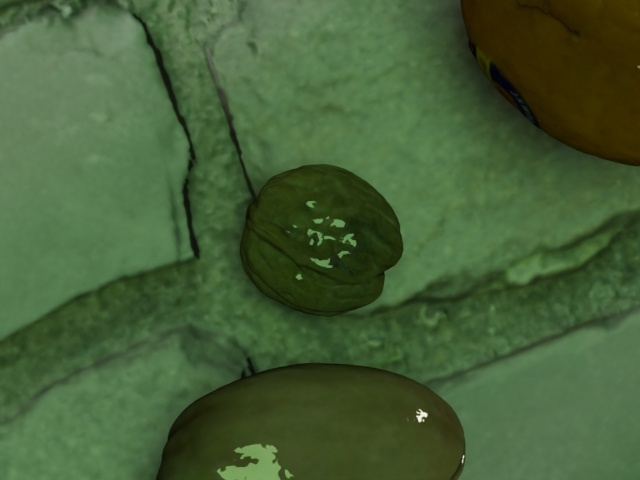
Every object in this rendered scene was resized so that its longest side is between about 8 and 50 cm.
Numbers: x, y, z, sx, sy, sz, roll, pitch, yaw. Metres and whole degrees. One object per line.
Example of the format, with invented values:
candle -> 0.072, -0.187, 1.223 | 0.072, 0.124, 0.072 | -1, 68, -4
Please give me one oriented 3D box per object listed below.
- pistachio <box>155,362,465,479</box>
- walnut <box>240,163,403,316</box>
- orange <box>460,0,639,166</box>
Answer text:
pistachio -> -0.009, 0.123, 0.967 | 0.186, 0.108, 0.126 | -20, 47, -19
walnut -> 0.000, 0.000, 1.001 | 0.092, 0.092, 0.092 | 1, 84, -11
orange -> 0.186, -0.148, 0.990 | 0.219, 0.193, 0.219 | -7, 74, 26
